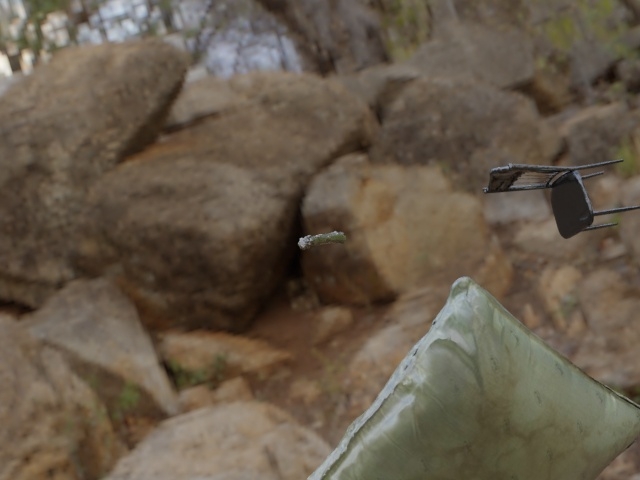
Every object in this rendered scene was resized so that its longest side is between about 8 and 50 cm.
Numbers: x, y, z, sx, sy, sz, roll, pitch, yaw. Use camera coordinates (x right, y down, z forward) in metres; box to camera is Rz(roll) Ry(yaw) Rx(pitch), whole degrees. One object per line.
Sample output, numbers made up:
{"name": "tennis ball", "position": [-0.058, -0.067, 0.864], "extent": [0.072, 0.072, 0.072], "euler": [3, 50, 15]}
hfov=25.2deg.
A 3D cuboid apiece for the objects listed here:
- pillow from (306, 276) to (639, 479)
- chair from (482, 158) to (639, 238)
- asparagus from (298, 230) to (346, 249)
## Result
{"name": "pillow", "position": [0.049, 0.180, 0.851], "extent": [0.302, 0.185, 0.075], "euler": [-52, 33, 6]}
{"name": "chair", "position": [0.141, -0.024, 0.834], "extent": [0.086, 0.042, 0.037], "euler": [-4, -19, -22]}
{"name": "asparagus", "position": [0.000, 0.000, 1.471], "extent": [0.015, 0.014, 0.114], "euler": [7, 7, 23]}
